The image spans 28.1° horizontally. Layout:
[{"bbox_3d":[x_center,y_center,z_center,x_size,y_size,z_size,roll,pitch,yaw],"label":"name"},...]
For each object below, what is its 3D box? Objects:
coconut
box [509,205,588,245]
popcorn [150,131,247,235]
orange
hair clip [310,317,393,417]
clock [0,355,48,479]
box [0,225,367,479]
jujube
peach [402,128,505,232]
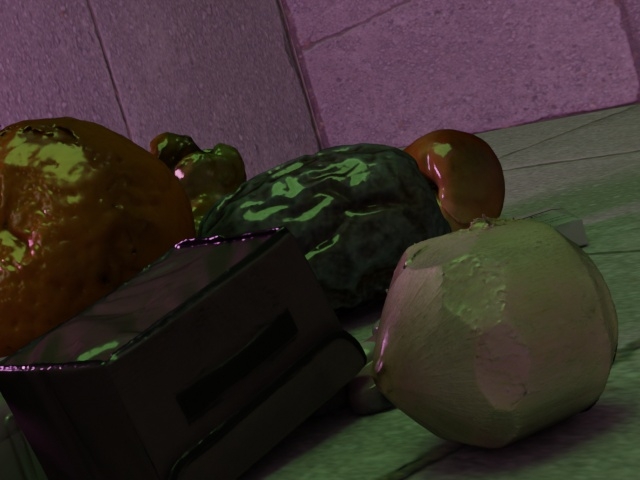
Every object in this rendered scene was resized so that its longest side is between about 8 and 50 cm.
[{"bbox_3d":[0.117,0.068,0.943,0.183,0.171,0.171,-11,5,-25],"label":"coconut"},{"bbox_3d":[0.286,-0.011,1.648,0.084,0.040,0.154,-19,7,3],"label":"box"},{"bbox_3d":[-0.190,-0.019,1.920,0.276,0.276,0.225,-12,-2,31],"label":"popcorn"},{"bbox_3d":[-0.302,0.032,1.501,0.340,0.341,0.293,-15,-22,13],"label":"orange"},{"bbox_3d":[0.085,0.094,1.221,0.146,0.075,0.257,-2,20,46],"label":"hair clip"},{"bbox_3d":[-0.385,0.204,1.254,0.324,0.109,0.265,-14,9,25],"label":"clock"},{"bbox_3d":[-0.119,0.109,1.091,0.188,0.153,0.252,-10,20,47],"label":"box"},{"bbox_3d":[0.000,0.000,1.575,0.317,0.226,0.226,-23,8,-7],"label":"jujube"},{"bbox_3d":[0.184,-0.077,1.872,0.184,0.184,0.184,-16,7,2],"label":"peach"}]
